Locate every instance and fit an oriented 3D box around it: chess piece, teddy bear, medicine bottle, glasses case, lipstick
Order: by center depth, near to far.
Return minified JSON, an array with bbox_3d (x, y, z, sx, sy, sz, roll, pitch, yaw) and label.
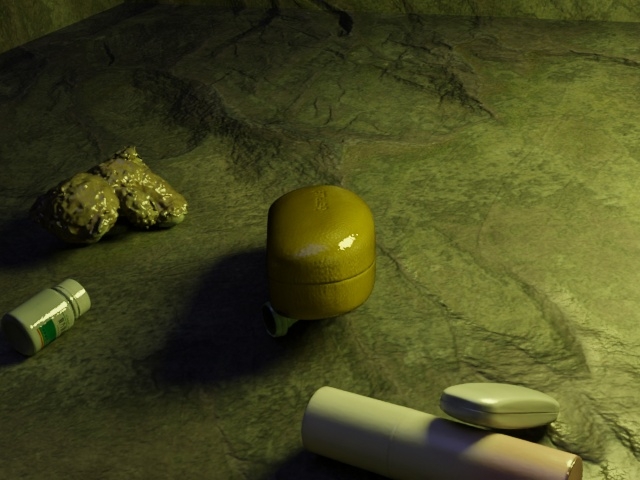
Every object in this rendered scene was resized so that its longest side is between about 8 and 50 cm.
[{"bbox_3d":[0.136,0.253,1.044,0.327,0.087,0.087,11,34,30],"label":"lipstick"},{"bbox_3d":[0.220,0.201,1.071,0.076,0.049,0.197,10,-1,43],"label":"glasses case"},{"bbox_3d":[-0.014,0.105,1.384,0.149,0.059,0.059,-16,30,-21],"label":"chess piece"},{"bbox_3d":[0.000,0.000,1.407,0.173,0.141,0.371,-2,17,-2],"label":"glasses case"},{"bbox_3d":[-0.446,0.123,1.440,0.080,0.080,0.130,13,35,33],"label":"medicine bottle"},{"bbox_3d":[-0.424,-0.073,1.710,0.267,0.156,0.256,11,36,29],"label":"teddy bear"}]
